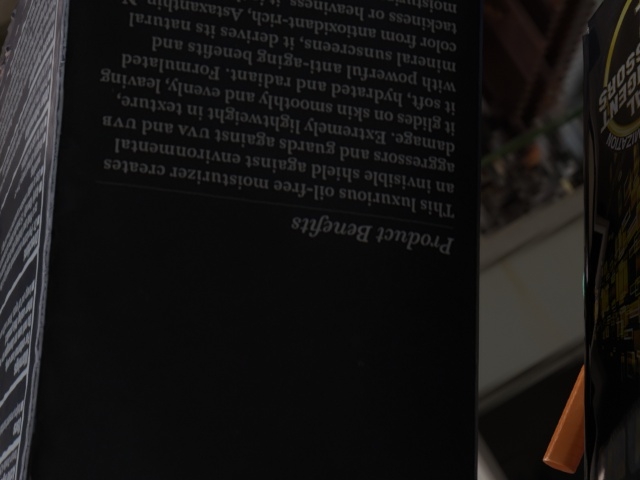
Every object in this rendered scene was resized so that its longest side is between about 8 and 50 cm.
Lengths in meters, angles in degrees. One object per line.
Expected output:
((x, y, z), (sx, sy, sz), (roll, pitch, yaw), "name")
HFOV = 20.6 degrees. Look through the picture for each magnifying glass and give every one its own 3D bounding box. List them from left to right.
((0.243, 0.086, 1.477), (0.026, 0.092, 0.231), (46, -115, -54), "magnifying glass")

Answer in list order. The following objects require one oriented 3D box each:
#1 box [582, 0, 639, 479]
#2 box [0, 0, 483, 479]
((0.223, -0.065, 0.656), (0.097, 0.318, 0.395), (13, -33, -15), "box")
((-0.057, 0.028, 0.780), (0.183, 0.294, 0.296), (8, -18, -15), "box")
